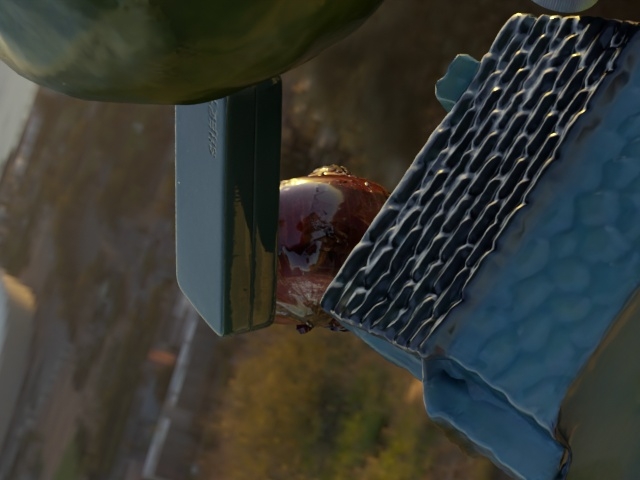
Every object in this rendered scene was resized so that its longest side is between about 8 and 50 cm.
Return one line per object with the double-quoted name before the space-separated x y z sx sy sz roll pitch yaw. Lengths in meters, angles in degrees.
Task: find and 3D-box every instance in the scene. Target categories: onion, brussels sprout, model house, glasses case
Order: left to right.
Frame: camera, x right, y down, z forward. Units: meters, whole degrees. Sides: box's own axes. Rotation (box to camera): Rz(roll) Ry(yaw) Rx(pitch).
"brussels sprout" -0.084 -0.249 0.880 0.289 0.281 0.354 3 56 41
"glasses case" -0.059 -0.034 1.009 0.078 0.039 0.184 46 142 48
"onion" 0.000 0.000 1.351 0.184 0.184 0.147 -46 38 47
"model house" 0.136 0.018 0.982 0.241 0.226 0.261 30 80 32

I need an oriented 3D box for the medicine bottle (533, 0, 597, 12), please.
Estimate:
"medicine bottle" 0.150 -0.191 0.931 0.118 0.074 0.055 101 173 -52
